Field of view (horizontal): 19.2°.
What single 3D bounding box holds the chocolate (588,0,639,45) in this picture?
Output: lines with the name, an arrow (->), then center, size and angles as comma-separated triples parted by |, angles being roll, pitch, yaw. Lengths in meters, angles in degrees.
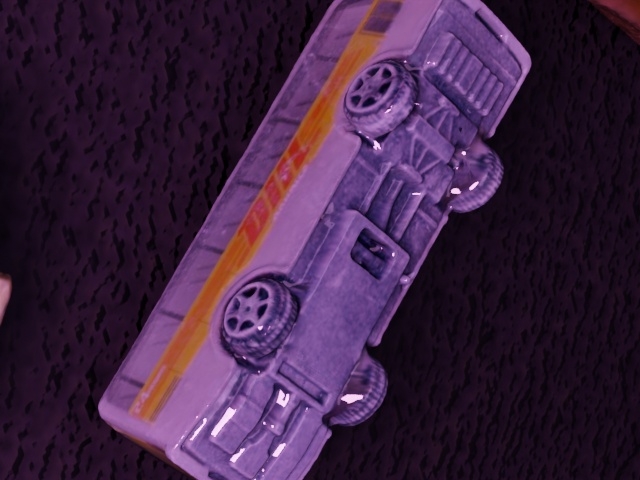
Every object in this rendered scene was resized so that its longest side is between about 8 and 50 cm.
chocolate -> 0.130, -0.161, 0.734 | 0.214, 0.093, 0.148 | 33, 77, -39

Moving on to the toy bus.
toy bus -> 0.000, 0.000, 0.658 | 0.064, 0.075, 0.190 | 39, 73, -37

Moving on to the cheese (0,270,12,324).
cheese -> -0.188, -0.031, 0.502 | 0.255, 0.050, 0.127 | 35, 75, -40
